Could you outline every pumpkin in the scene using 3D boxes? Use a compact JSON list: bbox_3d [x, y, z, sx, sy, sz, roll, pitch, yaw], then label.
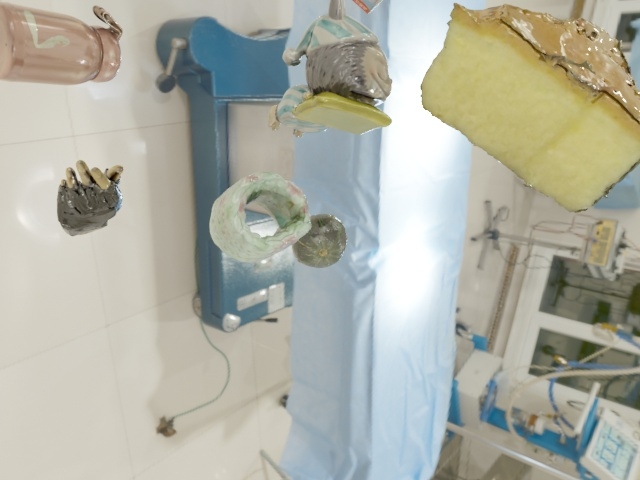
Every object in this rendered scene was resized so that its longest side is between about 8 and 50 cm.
[{"bbox_3d":[-0.001,0.001,1.754,0.190,0.190,0.146,53,23,-45],"label":"pumpkin"}]

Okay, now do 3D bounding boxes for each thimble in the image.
[{"bbox_3d":[-0.130,-0.047,1.208,0.211,0.149,0.185,16,69,-27],"label":"thimble"}]

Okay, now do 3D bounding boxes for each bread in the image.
[{"bbox_3d":[0.356,-0.208,0.889,0.316,0.278,0.248,-3,149,-20],"label":"bread"}]

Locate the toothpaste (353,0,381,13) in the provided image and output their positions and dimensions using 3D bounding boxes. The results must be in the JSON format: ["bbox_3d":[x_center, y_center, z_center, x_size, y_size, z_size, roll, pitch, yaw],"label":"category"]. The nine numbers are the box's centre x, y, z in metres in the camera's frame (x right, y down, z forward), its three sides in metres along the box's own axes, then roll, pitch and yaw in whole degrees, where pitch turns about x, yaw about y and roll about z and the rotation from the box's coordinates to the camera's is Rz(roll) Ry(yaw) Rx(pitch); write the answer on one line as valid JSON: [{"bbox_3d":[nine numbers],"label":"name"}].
[{"bbox_3d":[0.128,-0.467,0.953,0.070,0.044,0.193,40,58,-4],"label":"toothpaste"}]

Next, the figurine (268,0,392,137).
[{"bbox_3d":[0.039,-0.499,1.516,0.266,0.362,0.377,13,82,-45],"label":"figurine"}]

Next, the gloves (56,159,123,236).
[{"bbox_3d":[-0.496,-0.097,1.166,0.124,0.203,0.164,49,62,-5],"label":"gloves"}]

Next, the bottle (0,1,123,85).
[{"bbox_3d":[-0.631,-0.476,1.300,0.297,0.173,0.206,-12,134,-51],"label":"bottle"}]
